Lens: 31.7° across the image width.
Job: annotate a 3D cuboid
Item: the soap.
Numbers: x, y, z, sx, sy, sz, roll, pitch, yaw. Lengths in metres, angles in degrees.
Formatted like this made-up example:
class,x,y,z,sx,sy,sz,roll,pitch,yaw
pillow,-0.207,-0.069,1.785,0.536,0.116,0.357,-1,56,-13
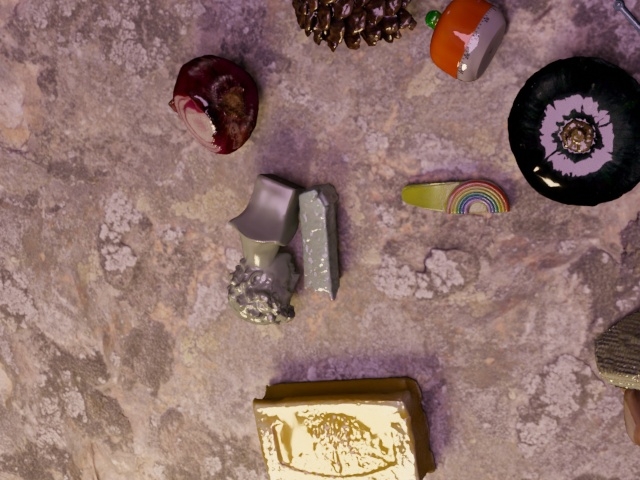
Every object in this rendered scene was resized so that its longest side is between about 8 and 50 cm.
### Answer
class,x,y,z,sx,sy,sz,roll,pitch,yaw
soap,0.041,0.363,2.097,0.314,0.091,0.199,-4,106,24

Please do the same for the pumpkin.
class,x,y,z,sx,sy,sz,roll,pitch,yaw
pumpkin,0.401,-0.168,1.735,0.233,0.163,0.233,6,108,19

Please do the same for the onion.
class,x,y,z,sx,sy,sz,roll,pitch,yaw
onion,-0.188,-0.249,1.987,0.198,0.135,0.173,24,143,56

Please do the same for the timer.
class,x,y,z,sx,sy,sz,roll,pitch,yaw
timer,0.222,-0.329,1.797,0.136,0.099,0.136,2,94,25

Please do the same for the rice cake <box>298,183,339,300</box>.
class,x,y,z,sx,sy,sz,roll,pitch,yaw
rice cake,0.000,-0.001,2.010,0.063,0.069,0.207,3,110,19

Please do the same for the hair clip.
class,x,y,z,sx,sy,sz,roll,pitch,yaw
hair clip,0.225,-0.076,1.910,0.188,0.033,0.060,3,107,22

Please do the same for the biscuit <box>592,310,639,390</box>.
class,x,y,z,sx,sy,sz,roll,pitch,yaw
biscuit,0.543,0.151,1.791,0.046,0.147,0.250,36,123,-23

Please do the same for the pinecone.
class,x,y,z,sx,sy,sz,roll,pitch,yaw
pinecone,0.053,-0.396,1.802,0.204,0.179,0.184,-3,119,-4

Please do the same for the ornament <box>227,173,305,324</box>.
class,x,y,z,sx,sy,sz,roll,pitch,yaw
ornament,-0.104,0.018,2.029,0.130,0.120,0.285,10,109,22

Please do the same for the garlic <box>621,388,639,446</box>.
class,x,y,z,sx,sy,sz,roll,pitch,yaw
garlic,0.597,0.275,1.804,0.214,0.191,0.160,-27,121,17

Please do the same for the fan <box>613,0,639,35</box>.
class,x,y,z,sx,sy,sz,roll,pitch,yaw
fan,0.514,-0.294,1.729,0.193,0.016,0.038,49,120,1
